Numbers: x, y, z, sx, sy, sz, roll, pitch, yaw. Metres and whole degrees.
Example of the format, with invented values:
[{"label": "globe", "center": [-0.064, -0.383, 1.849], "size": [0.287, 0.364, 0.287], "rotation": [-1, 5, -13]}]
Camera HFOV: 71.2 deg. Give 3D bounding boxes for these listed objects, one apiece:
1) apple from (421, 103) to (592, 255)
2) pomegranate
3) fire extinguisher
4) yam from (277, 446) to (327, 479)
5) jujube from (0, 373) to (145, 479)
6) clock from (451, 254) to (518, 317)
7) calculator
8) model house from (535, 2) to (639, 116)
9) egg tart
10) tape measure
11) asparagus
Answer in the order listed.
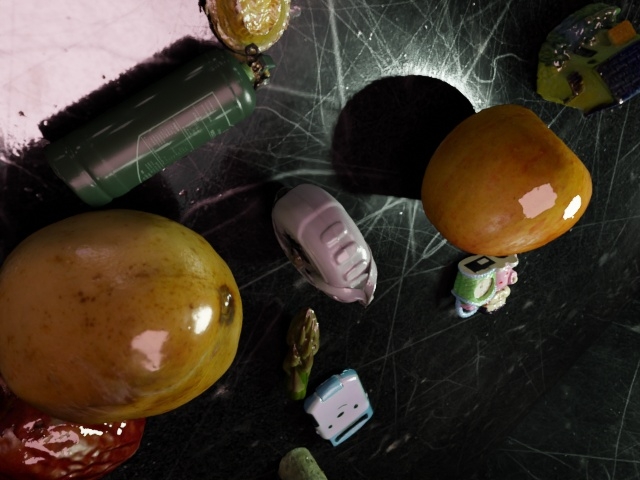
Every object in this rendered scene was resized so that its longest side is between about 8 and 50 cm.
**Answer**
[{"label": "apple", "center": [0.357, -0.107, 0.889], "size": [0.299, 0.299, 0.275], "rotation": [18, 122, -43]}, {"label": "pomegranate", "center": [-0.239, 0.090, 0.565], "size": [0.307, 0.307, 0.307], "rotation": [-19, 129, -25]}, {"label": "fire extinguisher", "center": [-0.182, -0.163, 0.578], "size": [0.311, 0.114, 0.095], "rotation": [-35, 103, -8]}, {"label": "yam", "center": [-0.028, 0.659, 1.188], "size": [0.107, 0.194, 0.107], "rotation": [-18, 125, -27]}, {"label": "jujube", "center": [-0.388, 0.271, 0.666], "size": [0.183, 0.183, 0.243], "rotation": [-43, 142, -4]}, {"label": "clock", "center": [0.455, 0.129, 1.253], "size": [0.193, 0.100, 0.196], "rotation": [-21, 127, -19]}, {"label": "calculator", "center": [0.053, 0.455, 1.209], "size": [0.173, 0.051, 0.293], "rotation": [-35, 134, -14]}, {"label": "model house", "center": [0.602, -0.371, 0.937], "size": [0.193, 0.211, 0.170], "rotation": [-31, 135, -14]}, {"label": "egg tart", "center": [-0.085, -0.309, 0.582], "size": [0.128, 0.049, 0.129], "rotation": [-21, 131, -26]}, {"label": "tape measure", "center": [0.000, 0.000, 0.737], "size": [0.120, 0.236, 0.197], "rotation": [-36, 128, -13]}, {"label": "asparagus", "center": [-0.043, 0.240, 0.975], "size": [0.080, 0.080, 0.287], "rotation": [-17, 136, -27]}]
